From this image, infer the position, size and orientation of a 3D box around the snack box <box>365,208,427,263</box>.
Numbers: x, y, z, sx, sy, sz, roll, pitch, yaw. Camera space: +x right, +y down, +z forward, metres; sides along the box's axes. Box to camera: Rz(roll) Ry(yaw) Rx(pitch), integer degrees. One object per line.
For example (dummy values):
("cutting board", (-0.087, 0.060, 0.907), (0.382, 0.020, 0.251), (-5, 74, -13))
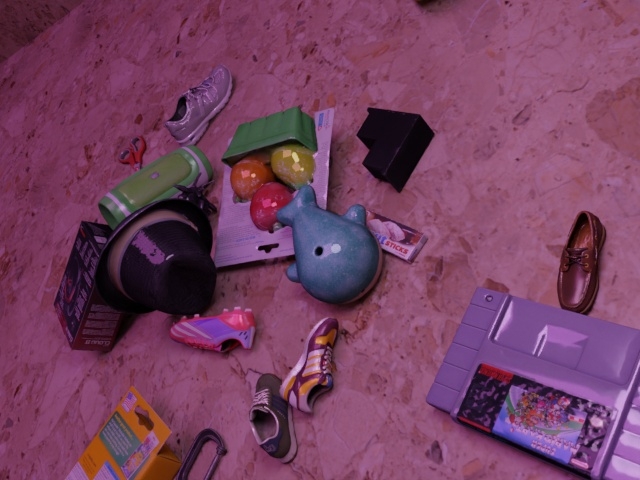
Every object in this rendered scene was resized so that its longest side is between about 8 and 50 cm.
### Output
("snack box", (0.135, -0.012, 1.362), (0.178, 0.022, 0.064), (27, 81, 46))

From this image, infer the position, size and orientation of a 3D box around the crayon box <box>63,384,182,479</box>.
("crayon box", (-0.426, 0.500, 1.407), (0.203, 0.083, 0.323), (28, 81, 46))

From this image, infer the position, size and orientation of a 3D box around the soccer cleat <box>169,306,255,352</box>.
("soccer cleat", (-0.246, 0.211, 1.475), (0.248, 0.083, 0.095), (-16, 67, 32))

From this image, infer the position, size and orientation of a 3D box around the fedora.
("fedora", (-0.332, 0.072, 1.484), (0.152, 0.334, 0.334), (39, 88, 30))

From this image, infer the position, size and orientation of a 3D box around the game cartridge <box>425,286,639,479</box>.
("game cartridge", (0.350, 0.214, 1.007), (0.355, 0.068, 0.230), (14, 66, 44))

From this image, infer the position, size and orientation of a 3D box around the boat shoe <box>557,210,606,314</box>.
("boat shoe", (0.416, 0.033, 1.078), (0.064, 0.060, 0.178), (2, 62, 39))

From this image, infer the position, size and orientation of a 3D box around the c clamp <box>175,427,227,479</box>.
("c clamp", (-0.233, 0.461, 1.328), (0.137, 0.022, 0.161), (3, 65, 46))

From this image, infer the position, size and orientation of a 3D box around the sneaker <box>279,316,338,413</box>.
("sneaker", (0.001, 0.238, 1.269), (0.083, 0.069, 0.186), (24, 83, 37))

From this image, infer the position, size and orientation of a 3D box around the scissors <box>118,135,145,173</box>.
("scissors", (-0.571, -0.241, 2.091), (0.109, 0.021, 0.297), (-43, 42, 3))

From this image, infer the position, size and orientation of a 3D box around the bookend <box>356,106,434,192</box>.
("bookend", (0.140, -0.202, 1.457), (0.156, 0.072, 0.157), (19, 75, 46))

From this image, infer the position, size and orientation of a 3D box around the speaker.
("speaker", (-0.432, -0.135, 1.761), (0.296, 0.131, 0.131), (-39, 38, -26))

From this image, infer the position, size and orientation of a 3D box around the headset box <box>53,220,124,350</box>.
("headset box", (-0.587, 0.130, 1.723), (0.218, 0.110, 0.293), (41, 113, 47))

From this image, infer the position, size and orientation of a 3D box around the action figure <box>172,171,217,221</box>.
("action figure", (-0.366, -0.042, 1.689), (0.140, 0.164, 0.276), (8, 72, 33))

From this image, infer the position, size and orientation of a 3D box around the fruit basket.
("fruit basket", (-0.106, -0.119, 1.569), (0.327, 0.165, 0.353), (-11, 70, 33))

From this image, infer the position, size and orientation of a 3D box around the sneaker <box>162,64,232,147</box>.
("sneaker", (-0.360, -0.416, 1.976), (0.105, 0.115, 0.281), (13, 70, 43))

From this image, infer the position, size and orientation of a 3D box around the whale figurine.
("whale figurine", (0.000, 0.000, 1.336), (0.216, 0.141, 0.272), (-43, 63, 13))

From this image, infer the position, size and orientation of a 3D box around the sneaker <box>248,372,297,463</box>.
("sneaker", (-0.101, 0.323, 1.267), (0.064, 0.086, 0.192), (-35, 45, 15))
